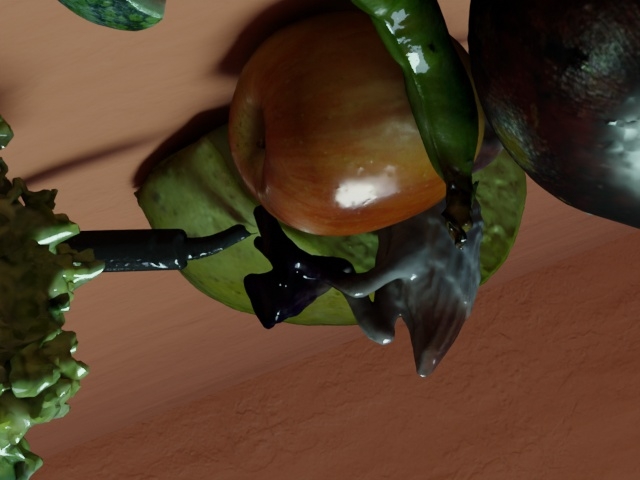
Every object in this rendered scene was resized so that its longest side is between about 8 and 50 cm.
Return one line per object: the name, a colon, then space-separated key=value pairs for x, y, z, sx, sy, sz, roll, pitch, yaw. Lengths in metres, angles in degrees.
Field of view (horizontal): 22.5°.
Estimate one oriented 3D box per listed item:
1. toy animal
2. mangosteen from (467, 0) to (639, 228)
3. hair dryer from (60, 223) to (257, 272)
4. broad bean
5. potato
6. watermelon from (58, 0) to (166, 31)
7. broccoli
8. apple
toy animal: x=0.085 y=-0.020 z=1.339 sx=0.324 sy=0.195 sz=0.090 roll=-41 pitch=177 yaw=-30
mangosteen: x=0.245 y=-0.152 z=1.114 sx=0.311 sy=0.311 sz=0.311 roll=-21 pitch=169 yaw=-4
hair dryer: x=-0.188 y=0.014 z=1.358 sx=0.271 sy=0.091 sz=0.235 roll=1 pitch=178 yaw=3
broad bean: x=0.045 y=-0.134 z=1.061 sx=0.049 sy=0.144 sz=0.292 roll=-14 pitch=132 yaw=27
potato: x=0.000 y=0.000 z=1.508 sx=0.330 sy=0.213 sz=0.280 roll=-16 pitch=170 yaw=-33
watermelon: x=-0.128 y=-0.161 z=0.909 sx=0.092 sy=0.072 sz=0.084 roll=33 pitch=149 yaw=-29
broccoli: x=-0.296 y=0.038 z=0.993 sx=0.338 sy=0.277 sz=0.317 roll=-27 pitch=152 yaw=-20
apple: x=0.030 y=-0.093 z=1.220 sx=0.199 sy=0.199 sz=0.199 roll=-21 pitch=169 yaw=-4
